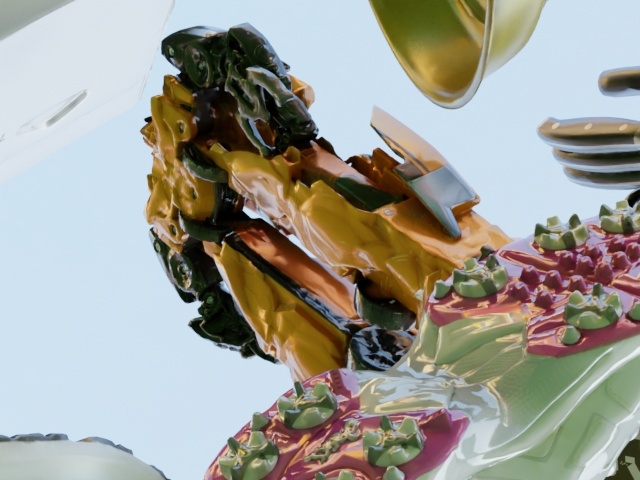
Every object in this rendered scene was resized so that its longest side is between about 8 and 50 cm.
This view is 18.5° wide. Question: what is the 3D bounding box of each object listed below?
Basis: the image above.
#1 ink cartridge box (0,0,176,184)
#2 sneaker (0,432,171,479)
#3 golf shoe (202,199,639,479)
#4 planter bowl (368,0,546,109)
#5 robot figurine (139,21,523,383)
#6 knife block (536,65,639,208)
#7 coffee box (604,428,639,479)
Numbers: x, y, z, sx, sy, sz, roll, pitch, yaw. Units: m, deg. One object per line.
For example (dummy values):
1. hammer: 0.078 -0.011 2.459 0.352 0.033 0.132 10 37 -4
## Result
1. ink cartridge box: -0.252 -0.192 1.269 0.270 0.198 0.197 47 -34 13
2. sneaker: -0.171 0.173 0.697 0.158 0.410 0.182 -26 -111 27
3. golf shoe: 0.086 0.090 0.894 0.115 0.306 0.140 28 -38 51
4. planter bowl: 0.070 -0.170 0.814 0.090 0.217 0.217 -15 -100 -11
5. robot figurine: 0.000 0.000 1.097 0.291 0.085 0.211 40 -45 37
6. knife block: 0.251 -0.063 1.148 0.242 0.276 0.088 32 -114 13
7. coffee box: 0.290 0.149 1.099 0.297 0.168 0.119 6 -75 46
